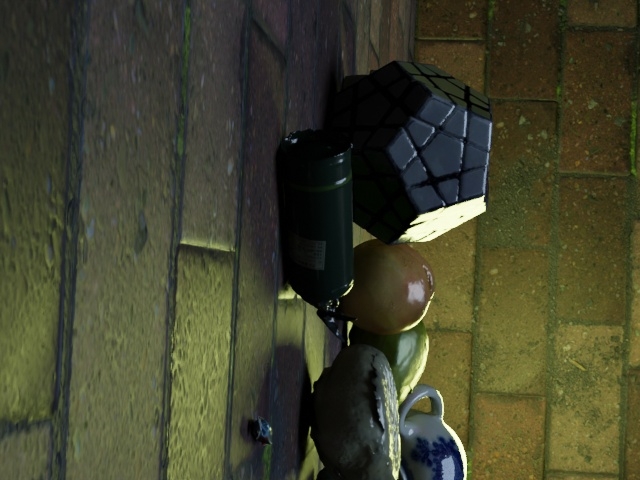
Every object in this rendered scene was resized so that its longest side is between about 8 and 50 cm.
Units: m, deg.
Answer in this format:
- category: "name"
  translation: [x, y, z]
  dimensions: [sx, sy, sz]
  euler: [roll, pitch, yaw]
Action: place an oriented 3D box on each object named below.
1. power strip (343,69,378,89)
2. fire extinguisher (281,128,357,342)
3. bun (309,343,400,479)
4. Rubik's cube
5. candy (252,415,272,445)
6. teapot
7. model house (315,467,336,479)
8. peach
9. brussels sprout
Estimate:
- category: "power strip"
  translation: [0.081, -0.223, 2.089]
  dimensions: [0.042, 0.075, 0.175]
  euler: [-80, 168, -54]
- category: "fire extinguisher"
  translation: [0.000, 0.000, 1.521]
  dimensions: [0.093, 0.118, 0.294]
  euler: [-31, 132, -37]
- category: "bun"
  translation: [0.051, 0.280, 1.801]
  dimensions: [0.239, 0.141, 0.239]
  euler: [-4, 90, -81]
- category: "Rubik's cube"
  translation: [0.152, -0.146, 1.934]
  dimensions: [0.319, 0.319, 0.264]
  euler: [60, 7, -75]
- category: "candy"
  translation: [-0.068, 0.227, 1.353]
  dimensions: [0.083, 0.020, 0.030]
  euler: [79, 16, -66]
- category: "teapot"
  translation: [0.166, 0.489, 2.440]
  dimensions: [0.280, 0.252, 0.423]
  euler: [-14, 125, -43]
- category: "model house"
  translation: [0.021, 0.419, 1.884]
  dimensions: [0.079, 0.066, 0.083]
  euler: [-36, 126, -82]
- category: "peach"
  translation: [0.121, 0.088, 2.125]
  dimensions: [0.184, 0.184, 0.184]
  euler: [2, 90, -82]
- category: "brussels sprout"
  translation: [0.131, 0.231, 2.276]
  dimensions: [0.223, 0.161, 0.223]
  euler: [-3, 90, -77]
